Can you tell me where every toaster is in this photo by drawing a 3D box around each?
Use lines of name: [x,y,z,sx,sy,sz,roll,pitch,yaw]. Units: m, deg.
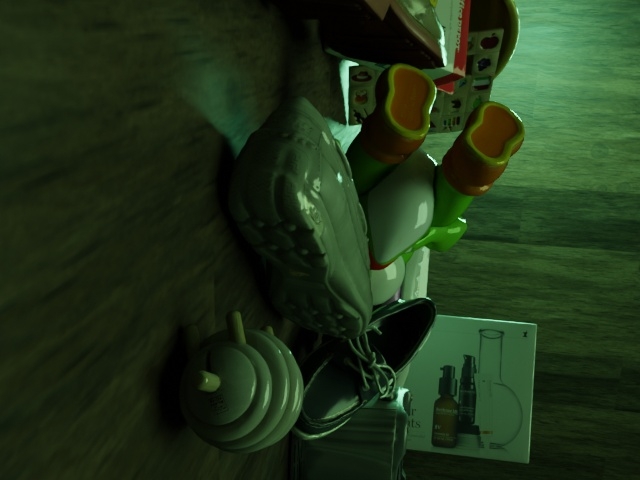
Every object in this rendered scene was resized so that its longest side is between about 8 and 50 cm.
toaster: [0.041,0.295,0.919,0.129,0.146,0.227,-53,146,-72]

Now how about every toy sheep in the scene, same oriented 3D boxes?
toy sheep: [-0.054,0.097,0.468,0.132,0.091,0.091,35,59,-63]

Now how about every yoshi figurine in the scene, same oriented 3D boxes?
yoshi figurine: [0.083,-0.045,0.834,0.203,0.203,0.362,61,-33,24]

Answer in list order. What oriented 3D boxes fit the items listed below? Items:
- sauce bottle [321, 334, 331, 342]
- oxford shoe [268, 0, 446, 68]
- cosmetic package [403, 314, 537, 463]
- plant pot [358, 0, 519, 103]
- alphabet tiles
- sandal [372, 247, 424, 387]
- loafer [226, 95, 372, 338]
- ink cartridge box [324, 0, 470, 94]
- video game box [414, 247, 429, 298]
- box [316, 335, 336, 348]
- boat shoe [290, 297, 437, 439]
sauce bottle: [0.020,0.086,1.012,0.042,0.042,0.128,-7,100,-80]
oxford shoe: [0.057,-0.247,0.656,0.348,0.123,0.130,4,97,-69]
cosmetic package: [0.253,0.300,1.484,0.097,0.377,0.284,48,47,-78]
plant pot: [0.170,-0.388,1.146,0.254,0.254,0.239,82,1,-51]
alphabet tiles: [0.161,-0.243,1.121,0.198,0.237,0.009,88,-6,-51]
sandal: [0.086,0.089,1.197,0.169,0.102,0.416,24,-71,59]
loafer: [0.000,0.000,0.651,0.319,0.112,0.111,76,29,-60]
ink cartridge box: [0.123,-0.290,0.931,0.078,0.231,0.134,-4,-101,55]
video game box: [0.121,0.080,1.286,0.187,0.048,0.205,5,-89,57]
box: [0.027,0.137,0.956,0.018,0.067,0.083,56,-22,12]
boat shoe: [0.057,0.147,0.852,0.254,0.095,0.079,-28,173,-41]
